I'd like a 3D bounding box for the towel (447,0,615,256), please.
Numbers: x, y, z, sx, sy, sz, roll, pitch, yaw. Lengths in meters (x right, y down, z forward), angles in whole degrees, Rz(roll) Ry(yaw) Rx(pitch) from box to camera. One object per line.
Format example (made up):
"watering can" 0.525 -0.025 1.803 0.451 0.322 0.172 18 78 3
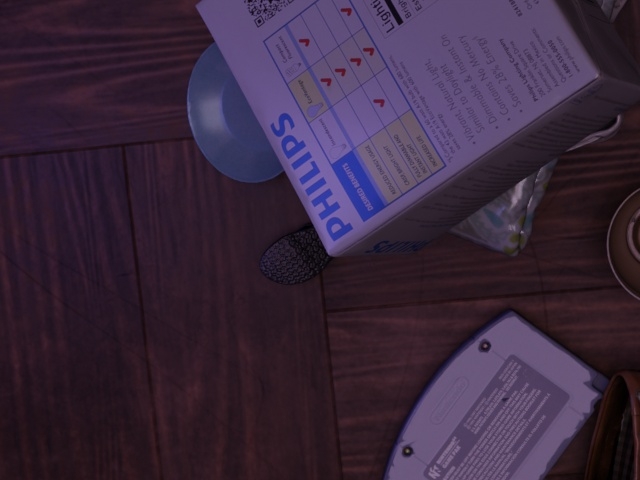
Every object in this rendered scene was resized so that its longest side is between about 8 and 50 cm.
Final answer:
"towel" 0.164 -0.207 1.792 0.321 0.090 0.374 24 99 28

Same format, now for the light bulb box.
"light bulb box" 0.115 -0.219 1.645 0.361 0.225 0.358 -34 74 23

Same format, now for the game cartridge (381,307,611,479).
"game cartridge" 0.221 0.247 1.904 0.196 0.060 0.294 36 93 -3

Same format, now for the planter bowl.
"planter bowl" 0.441 -0.001 1.834 0.162 0.109 0.162 1 96 6

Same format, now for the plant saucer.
"plant saucer" -0.088 -0.174 1.881 0.195 0.037 0.195 9 106 34

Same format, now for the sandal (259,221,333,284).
"sandal" 0.000 0.000 1.920 0.179 0.040 0.067 -34 98 -6

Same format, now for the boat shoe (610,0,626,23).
"boat shoe" 0.420 -0.392 1.800 0.088 0.096 0.267 38 100 -3

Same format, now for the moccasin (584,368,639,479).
"moccasin" 0.375 0.352 1.849 0.147 0.139 0.380 11 100 -30

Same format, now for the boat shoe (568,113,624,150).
"boat shoe" 0.249 -0.144 1.843 0.277 0.096 0.098 -13 97 8
